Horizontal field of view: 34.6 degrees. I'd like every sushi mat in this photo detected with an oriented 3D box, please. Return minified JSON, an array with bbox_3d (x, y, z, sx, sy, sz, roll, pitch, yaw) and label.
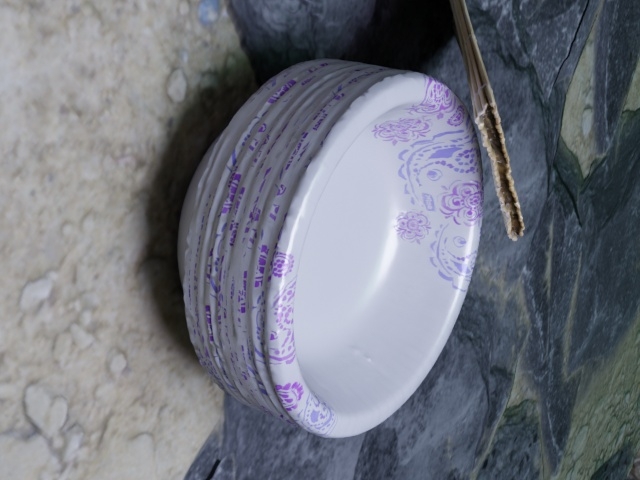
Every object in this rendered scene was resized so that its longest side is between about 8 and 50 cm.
[{"bbox_3d":[0.132,-0.157,0.897,0.316,0.019,0.151,-94,165,-46],"label":"sushi mat"}]

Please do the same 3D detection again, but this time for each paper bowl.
[{"bbox_3d":[0.000,0.000,0.810,0.284,0.148,0.284,-29,126,-48],"label":"paper bowl"}]
